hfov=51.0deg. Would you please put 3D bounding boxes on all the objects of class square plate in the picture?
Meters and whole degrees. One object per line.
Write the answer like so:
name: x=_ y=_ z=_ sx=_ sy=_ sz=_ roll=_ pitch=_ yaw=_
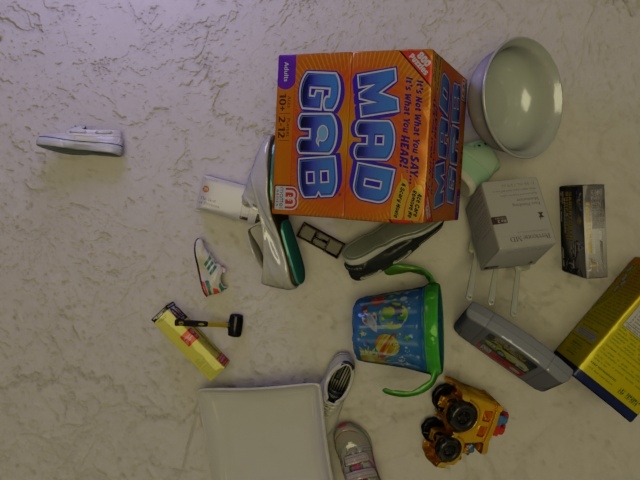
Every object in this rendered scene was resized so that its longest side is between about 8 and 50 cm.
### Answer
square plate: x=-0.142 y=0.548 z=1.817 sx=0.346 sy=0.049 sz=0.345 roll=-5 pitch=101 yaw=13

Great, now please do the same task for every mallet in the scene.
mallet: x=-0.296 y=0.216 z=1.803 sx=0.189 sy=0.039 sz=0.063 roll=15 pitch=88 yaw=-28

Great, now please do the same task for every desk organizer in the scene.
desk organizer: x=0.000 y=0.000 z=1.807 sx=0.130 sy=0.050 sz=0.047 roll=28 pitch=94 yaw=1

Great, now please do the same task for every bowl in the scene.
bowl: x=0.466 y=-0.351 z=1.695 sx=0.297 sy=0.134 sz=0.298 roll=-2 pitch=94 yaw=-34

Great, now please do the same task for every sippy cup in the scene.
sippy cup: x=0.201 y=0.229 z=1.737 sx=0.223 sy=0.306 sz=0.240 roll=-3 pitch=122 yaw=14

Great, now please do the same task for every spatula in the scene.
spatula: x=0.456 y=0.081 z=1.732 sx=0.168 sy=0.019 sz=0.242 roll=22 pitch=49 yaw=-2

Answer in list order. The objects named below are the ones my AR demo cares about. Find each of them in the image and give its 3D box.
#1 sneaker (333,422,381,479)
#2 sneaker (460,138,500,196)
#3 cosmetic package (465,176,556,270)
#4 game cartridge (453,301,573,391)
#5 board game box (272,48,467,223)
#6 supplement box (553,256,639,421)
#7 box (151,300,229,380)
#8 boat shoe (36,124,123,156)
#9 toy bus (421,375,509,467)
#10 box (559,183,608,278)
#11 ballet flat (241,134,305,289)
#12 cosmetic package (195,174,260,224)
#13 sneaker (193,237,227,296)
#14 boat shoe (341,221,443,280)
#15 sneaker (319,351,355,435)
sneaker: x=0.109 y=0.616 z=1.810 sx=0.102 sy=0.111 sz=0.253 roll=-24 pitch=92 yaw=4
sneaker: x=0.355 y=-0.244 z=1.769 sx=0.151 sy=0.094 sz=0.256 roll=-35 pitch=75 yaw=-21
cosmetic package: x=0.474 y=-0.040 z=1.692 sx=0.151 sy=0.151 sz=0.184 roll=-7 pitch=67 yaw=-8
game cartridge: x=0.483 y=0.273 z=1.707 sx=0.294 sy=0.196 sz=0.060 roll=35 pitch=69 yaw=12
board game box: x=0.127 y=-0.230 z=1.587 sx=0.356 sy=0.356 sz=0.357 roll=5 pitch=94 yaw=23
supplement box: x=0.799 y=0.243 z=1.715 sx=0.194 sy=0.195 sz=0.357 roll=39 pitch=95 yaw=0
box: x=-0.351 y=0.272 z=1.823 sx=0.058 sy=0.087 sz=0.232 roll=-43 pitch=90 yaw=4
boat shoe: x=-0.645 y=-0.274 z=1.814 sx=0.226 sy=0.083 sz=0.076 roll=6 pitch=82 yaw=-9
toy bus: x=0.396 y=0.497 z=1.787 sx=0.211 sy=0.149 sz=0.221 roll=17 pitch=97 yaw=-14
box: x=0.667 y=-0.027 z=1.710 sx=0.056 sy=0.183 sz=0.231 roll=-3 pitch=94 yaw=3
ballet flat: x=-0.137 y=-0.064 z=1.721 sx=0.139 sy=0.139 sz=0.401 roll=-9 pitch=96 yaw=3
cosmetic package: x=-0.207 y=-0.101 z=1.805 sx=0.238 sy=0.060 sz=0.099 roll=14 pitch=93 yaw=1
sneaker: x=-0.298 y=0.069 z=1.830 sx=0.075 sy=0.057 sz=0.162 roll=-12 pitch=92 yaw=-13
boat shoe: x=0.199 y=0.005 z=1.780 sx=0.302 sy=0.114 sz=0.091 roll=-24 pitch=128 yaw=-5
sneaker: x=0.021 y=0.427 z=1.811 sx=0.094 sy=0.091 sz=0.258 roll=19 pitch=96 yaw=1
